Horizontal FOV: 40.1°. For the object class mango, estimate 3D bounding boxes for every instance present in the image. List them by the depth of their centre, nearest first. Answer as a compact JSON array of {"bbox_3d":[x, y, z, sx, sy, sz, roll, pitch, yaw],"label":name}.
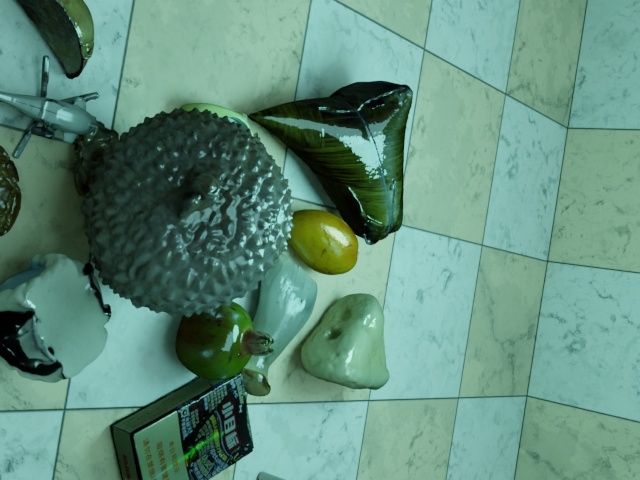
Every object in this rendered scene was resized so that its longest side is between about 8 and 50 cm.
[{"bbox_3d":[0.000,0.000,2.104,0.219,0.145,0.112,37,26,-33],"label":"mango"}]

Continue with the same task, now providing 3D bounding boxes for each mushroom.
[{"bbox_3d":[-0.118,0.195,2.026,0.159,0.122,0.328,28,69,-11],"label":"mushroom"}]

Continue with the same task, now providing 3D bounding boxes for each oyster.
[{"bbox_3d":[-0.427,-0.151,1.623,0.103,0.051,0.148,38,57,-52],"label":"oyster"}]

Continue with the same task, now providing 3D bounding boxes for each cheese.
[{"bbox_3d":[0.059,0.260,2.185,0.248,0.174,0.251,-5,101,-59],"label":"cheese"}]

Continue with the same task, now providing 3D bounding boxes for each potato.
[{"bbox_3d":[-0.448,-0.414,1.510,0.100,0.120,0.261,-60,137,-34],"label":"potato"}]

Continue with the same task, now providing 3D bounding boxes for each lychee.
[{"bbox_3d":[-0.247,-0.045,1.600,0.380,0.432,0.380,3,80,-16],"label":"lychee"}]

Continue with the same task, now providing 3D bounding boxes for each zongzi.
[{"bbox_3d":[0.018,-0.159,2.079,0.432,0.208,0.403,-17,117,-33],"label":"zongzi"}]

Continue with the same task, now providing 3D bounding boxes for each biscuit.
[{"bbox_3d":[-0.592,-0.078,1.445,0.226,0.042,0.225,-12,106,-50],"label":"biscuit"}]

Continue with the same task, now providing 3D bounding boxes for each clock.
[{"bbox_3d":[-0.206,-0.195,1.872,0.232,0.069,0.170,4,92,-52],"label":"clock"}]

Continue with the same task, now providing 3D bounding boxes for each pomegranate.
[{"bbox_3d":[-0.197,0.212,1.840,0.180,0.210,0.179,8,90,-66],"label":"pomegranate"}]

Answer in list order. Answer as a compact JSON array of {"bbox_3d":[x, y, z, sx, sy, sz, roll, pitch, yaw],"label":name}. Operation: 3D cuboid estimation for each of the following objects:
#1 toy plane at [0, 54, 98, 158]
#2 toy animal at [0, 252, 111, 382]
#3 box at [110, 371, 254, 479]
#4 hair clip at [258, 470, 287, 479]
[{"bbox_3d":[-0.497,-0.239,1.480,0.273,0.107,0.182,41,75,-47],"label":"toy plane"},{"bbox_3d":[-0.482,0.125,1.525,0.204,0.156,0.208,-48,137,-37],"label":"toy animal"},{"bbox_3d":[-0.286,0.421,1.864,0.310,0.084,0.198,-25,114,-45],"label":"box"},{"bbox_3d":[-0.020,0.621,2.023,0.085,0.331,0.101,41,66,-48],"label":"hair clip"}]
